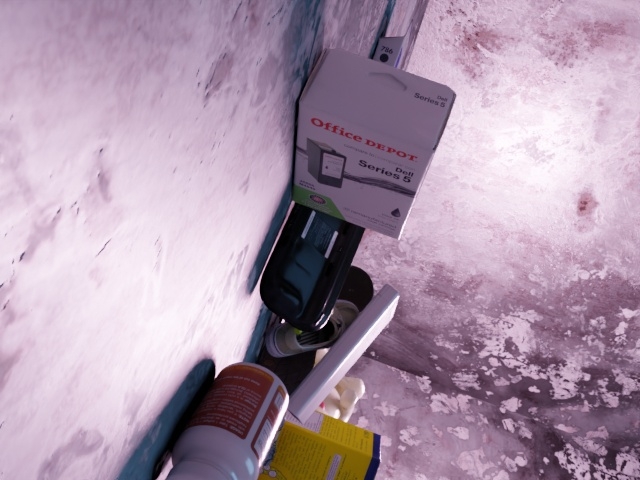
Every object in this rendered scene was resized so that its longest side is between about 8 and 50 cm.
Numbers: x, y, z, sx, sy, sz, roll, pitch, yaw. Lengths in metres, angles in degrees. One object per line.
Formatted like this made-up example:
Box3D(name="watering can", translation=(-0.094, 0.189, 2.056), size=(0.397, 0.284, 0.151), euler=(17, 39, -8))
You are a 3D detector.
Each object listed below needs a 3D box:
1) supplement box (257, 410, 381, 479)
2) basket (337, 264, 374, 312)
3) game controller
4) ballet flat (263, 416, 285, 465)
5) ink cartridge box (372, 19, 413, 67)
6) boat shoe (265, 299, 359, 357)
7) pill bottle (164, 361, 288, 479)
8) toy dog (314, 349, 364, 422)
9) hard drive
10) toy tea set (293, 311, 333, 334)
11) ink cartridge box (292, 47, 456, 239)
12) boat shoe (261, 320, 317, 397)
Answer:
Box3D(name="supplement box", translation=(-0.032, 0.585, 1.661), size=(0.194, 0.357, 0.195), euler=(-8, 117, -83))
Box3D(name="basket", translation=(0.048, 0.146, 1.660), size=(0.227, 0.154, 0.204), euler=(149, -46, -73))
Box3D(name="game controller", translation=(0.000, 0.000, 1.100), size=(0.067, 0.166, 0.319), euler=(-6, -126, 51))
Box3D(name="ballet flat", translation=(-0.127, 0.429, 1.321), size=(0.070, 0.070, 0.188), euler=(-61, 167, -61))
Box3D(name="ink cartridge box", translation=(0.143, -0.380, 1.530), size=(0.165, 0.065, 0.332), euler=(34, 78, -84))
Box3D(name="boat shoe", translation=(0.007, 0.207, 1.405), size=(0.302, 0.094, 0.109), euler=(-15, 94, -49))
Box3D(name="pill bottle", translation=(-0.130, 0.278, 0.847), size=(0.216, 0.121, 0.121), euler=(-60, 168, -61))
Box3D(name="toy dog", translation=(-0.063, 0.572, 2.081), size=(0.396, 0.284, 0.408), euler=(-34, -176, 12))
Box3D(name="hard drive", translation=(0.053, 0.273, 1.437), size=(0.353, 0.047, 0.233), euler=(-48, 165, -15))
Box3D(name="toy tea set", translation=(0.003, 0.028, 1.256), size=(0.200, 0.125, 0.335), euler=(-61, 169, -61))
Box3D(name="ink cartridge box", translation=(0.069, -0.136, 0.937), size=(0.272, 0.199, 0.114), euler=(98, 14, -64))
Box3D(name="boat shoe", translation=(-0.063, 0.265, 1.505), size=(0.116, 0.123, 0.324), euler=(104, 9, -62))
